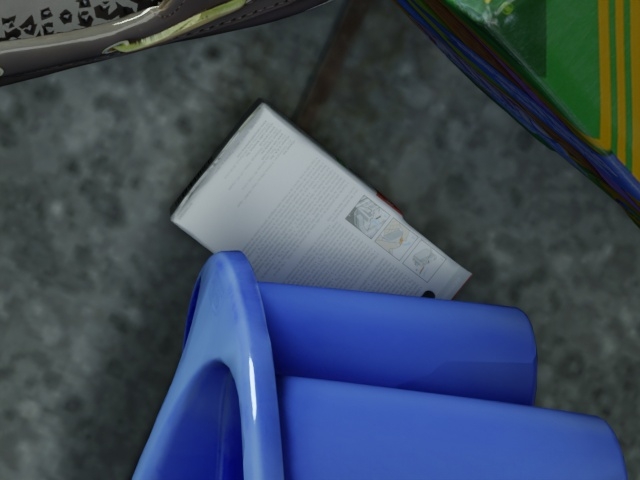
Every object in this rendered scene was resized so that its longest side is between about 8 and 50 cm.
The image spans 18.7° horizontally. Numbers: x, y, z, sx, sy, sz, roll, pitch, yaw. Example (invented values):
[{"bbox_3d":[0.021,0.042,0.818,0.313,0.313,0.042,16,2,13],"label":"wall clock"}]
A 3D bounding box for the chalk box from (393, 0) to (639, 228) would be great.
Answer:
[{"bbox_3d":[0.131,-0.113,0.703,0.180,0.179,0.289,-48,140,4],"label":"chalk box"}]

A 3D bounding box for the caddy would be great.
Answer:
[{"bbox_3d":[-0.005,0.172,0.730,0.179,0.241,0.341,1,107,-11],"label":"caddy"}]

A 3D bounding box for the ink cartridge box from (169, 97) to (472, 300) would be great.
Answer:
[{"bbox_3d":[0.000,0.000,0.817,0.115,0.029,0.063,38,94,-9],"label":"ink cartridge box"}]

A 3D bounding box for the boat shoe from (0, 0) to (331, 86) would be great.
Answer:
[{"bbox_3d":[-0.064,-0.130,0.758,0.324,0.097,0.116,-18,99,-1],"label":"boat shoe"}]
